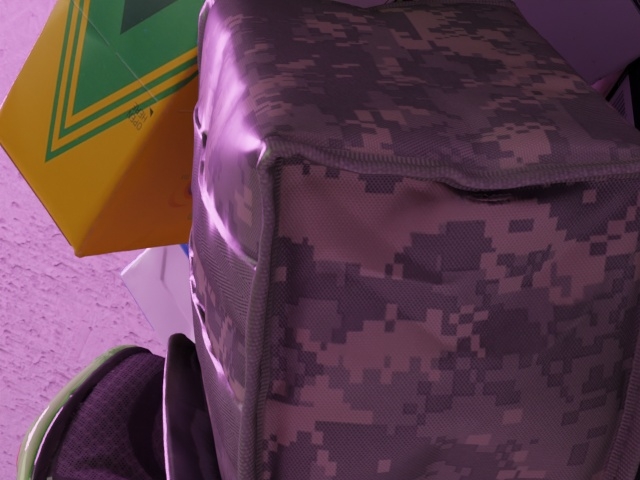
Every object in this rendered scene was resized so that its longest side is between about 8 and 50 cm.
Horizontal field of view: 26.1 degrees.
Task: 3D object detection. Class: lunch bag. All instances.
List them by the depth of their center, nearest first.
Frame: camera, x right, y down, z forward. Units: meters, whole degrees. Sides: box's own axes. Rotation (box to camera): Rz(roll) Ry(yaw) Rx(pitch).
[{"bbox_3d":[0.020,0.059,0.572,0.235,0.169,0.287,-107,19,-65],"label":"lunch bag"}]

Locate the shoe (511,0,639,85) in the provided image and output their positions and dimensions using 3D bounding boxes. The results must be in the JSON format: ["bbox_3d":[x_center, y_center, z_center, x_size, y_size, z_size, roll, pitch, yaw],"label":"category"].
[{"bbox_3d":[0.161,-0.139,0.726,0.178,0.063,0.081,-25,23,26],"label":"shoe"}]

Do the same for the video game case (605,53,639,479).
[{"bbox_3d":[0.115,0.067,0.688,0.275,0.035,0.248,-78,15,-54],"label":"video game case"}]

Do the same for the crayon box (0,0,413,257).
[{"bbox_3d":[0.039,-0.148,0.779,0.363,0.106,0.313,-8,-41,-52],"label":"crayon box"}]

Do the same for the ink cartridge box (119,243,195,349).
[{"bbox_3d":[-0.084,0.068,1.405,0.078,0.134,0.231,-42,-21,18],"label":"ink cartridge box"}]

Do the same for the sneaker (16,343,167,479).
[{"bbox_3d":[-0.104,0.266,0.944,0.482,0.202,0.185,-97,-10,-48],"label":"sneaker"}]
